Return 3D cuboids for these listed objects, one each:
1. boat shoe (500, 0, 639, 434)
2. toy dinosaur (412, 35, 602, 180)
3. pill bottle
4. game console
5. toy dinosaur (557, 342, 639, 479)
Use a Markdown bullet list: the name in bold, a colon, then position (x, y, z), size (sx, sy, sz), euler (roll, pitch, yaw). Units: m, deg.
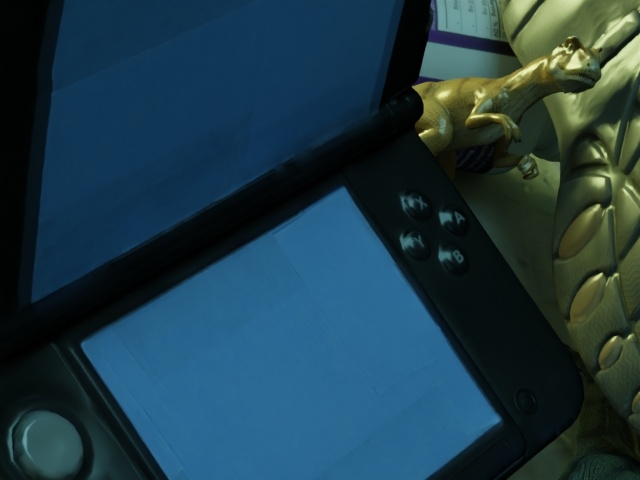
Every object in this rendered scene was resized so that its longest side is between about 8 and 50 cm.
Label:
- **boat shoe**: position (0.190, -0.040, 0.955), size (0.130, 0.132, 0.355), euler (21, 45, -30)
- **toy dinosaur**: position (0.046, -0.054, 0.985), size (0.211, 0.112, 0.064), euler (-4, -17, 25)
- **pill bottle**: position (0.065, -0.094, 1.092), size (0.193, 0.108, 0.108), euler (8, 36, -18)
- **game console**: position (0.000, 0.000, 0.761), size (0.293, 0.173, 0.250), euler (-32, 86, -42)
- **toy dinosaur**: position (0.151, 0.123, 0.882), size (0.118, 0.064, 0.268), euler (14, 31, 3)
